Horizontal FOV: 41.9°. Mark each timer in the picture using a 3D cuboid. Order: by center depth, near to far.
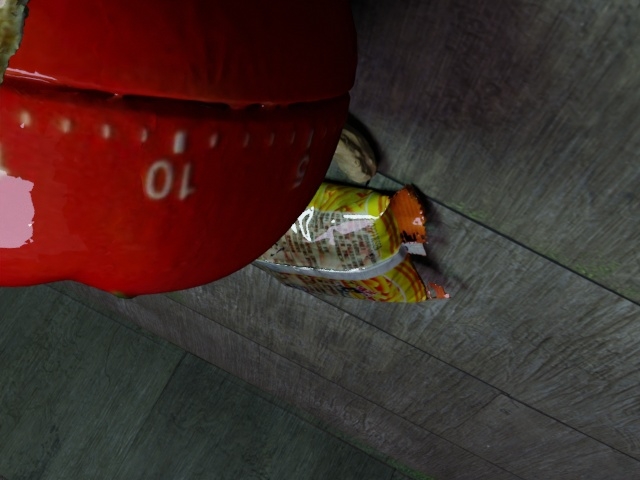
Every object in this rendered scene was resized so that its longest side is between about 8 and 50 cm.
[{"bbox_3d":[-0.164,-0.135,0.572,0.378,0.279,0.378,10,-160,-4],"label":"timer"}]

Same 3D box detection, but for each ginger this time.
[{"bbox_3d":[-0.005,-0.111,0.843,0.173,0.051,0.069,38,161,-19],"label":"ginger"}]

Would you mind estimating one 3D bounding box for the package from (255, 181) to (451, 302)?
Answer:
[{"bbox_3d":[0.003,0.004,1.020,0.288,0.108,0.223,13,156,29],"label":"package"}]

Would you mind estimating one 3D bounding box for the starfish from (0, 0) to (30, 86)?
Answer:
[{"bbox_3d":[-0.071,-0.224,0.291,0.347,0.357,0.078,12,179,26],"label":"starfish"}]
